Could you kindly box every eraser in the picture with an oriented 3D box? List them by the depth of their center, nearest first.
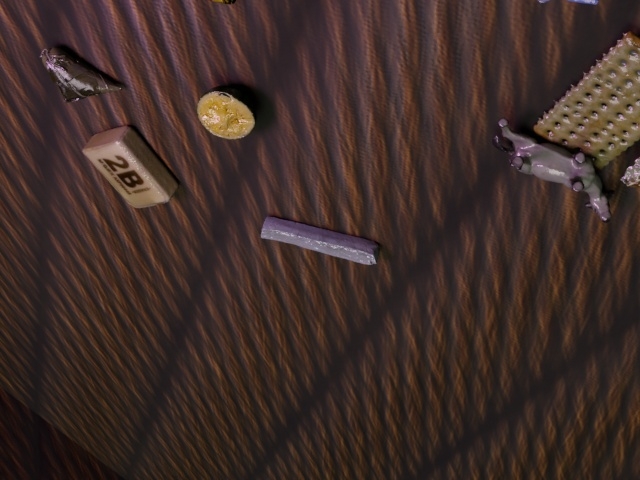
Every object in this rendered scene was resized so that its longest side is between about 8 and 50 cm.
[{"bbox_3d":[-0.381,-0.144,1.547,0.117,0.058,0.172,-8,133,33],"label":"eraser"}]

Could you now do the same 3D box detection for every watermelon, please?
[{"bbox_3d":[-0.160,-0.229,1.338,0.106,0.062,0.105,7,139,6],"label":"watermelon"}]

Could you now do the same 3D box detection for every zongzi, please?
[{"bbox_3d":[-0.434,-0.309,1.389,0.119,0.055,0.109,-7,133,16],"label":"zongzi"}]

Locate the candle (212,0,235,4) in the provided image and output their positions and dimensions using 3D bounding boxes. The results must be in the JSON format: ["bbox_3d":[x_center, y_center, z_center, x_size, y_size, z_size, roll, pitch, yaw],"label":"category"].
[{"bbox_3d":[-0.191,-0.395,1.168,0.131,0.052,0.052,15,141,11],"label":"candle"}]

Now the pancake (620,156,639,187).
[{"bbox_3d":[0.613,-0.150,1.034,0.305,0.066,0.426,9,141,1],"label":"pancake"}]

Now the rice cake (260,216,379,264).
[{"bbox_3d":[0.000,0.000,1.546,0.245,0.045,0.042,14,138,10],"label":"rice cake"}]

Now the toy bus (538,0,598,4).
[{"bbox_3d":[0.249,-0.372,0.972,0.237,0.079,0.094,19,126,3],"label":"toy bus"}]

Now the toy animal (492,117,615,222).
[{"bbox_3d":[0.371,-0.111,1.207,0.217,0.073,0.176,29,-176,17],"label":"toy animal"}]

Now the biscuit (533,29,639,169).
[{"bbox_3d":[0.425,-0.194,1.120,0.139,0.016,0.231,30,147,-6],"label":"biscuit"}]
